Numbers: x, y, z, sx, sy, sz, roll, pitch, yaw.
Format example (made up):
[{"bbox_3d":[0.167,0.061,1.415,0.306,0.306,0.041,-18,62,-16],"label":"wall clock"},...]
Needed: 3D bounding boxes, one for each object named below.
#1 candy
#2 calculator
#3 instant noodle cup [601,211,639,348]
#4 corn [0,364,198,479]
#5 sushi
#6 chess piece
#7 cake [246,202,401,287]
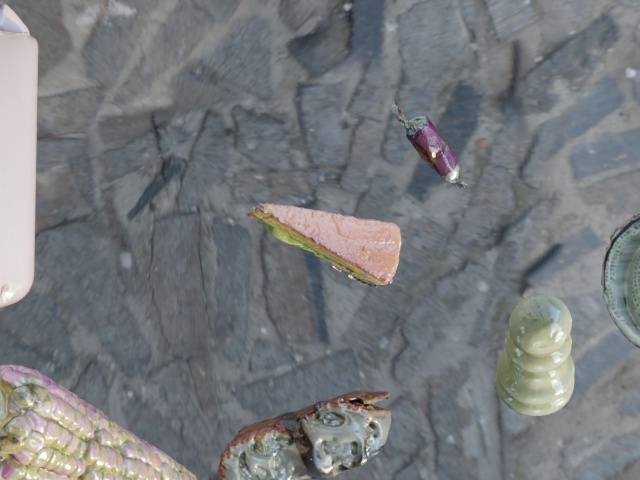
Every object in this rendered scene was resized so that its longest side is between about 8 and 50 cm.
[{"bbox_3d":[0.160,-0.134,1.613,0.043,0.045,0.175,-43,118,-1],"label":"candy"},{"bbox_3d":[-0.180,-0.040,0.541,0.032,0.100,0.175,3,91,37],"label":"calculator"},{"bbox_3d":[0.452,0.042,1.255,0.255,0.244,0.244,-2,96,-43],"label":"instant noodle cup"},{"bbox_3d":[-0.254,0.238,1.222,0.126,0.126,0.335,-50,136,-1],"label":"corn"},{"bbox_3d":[-0.032,0.333,1.784,0.332,0.124,0.130,-18,81,-7],"label":"sushi"},{"bbox_3d":[0.352,0.177,1.824,0.133,0.243,0.133,-3,56,5],"label":"chess piece"},{"bbox_3d":[0.009,-0.019,1.609,0.225,0.109,0.090,28,82,-14],"label":"cake"}]
